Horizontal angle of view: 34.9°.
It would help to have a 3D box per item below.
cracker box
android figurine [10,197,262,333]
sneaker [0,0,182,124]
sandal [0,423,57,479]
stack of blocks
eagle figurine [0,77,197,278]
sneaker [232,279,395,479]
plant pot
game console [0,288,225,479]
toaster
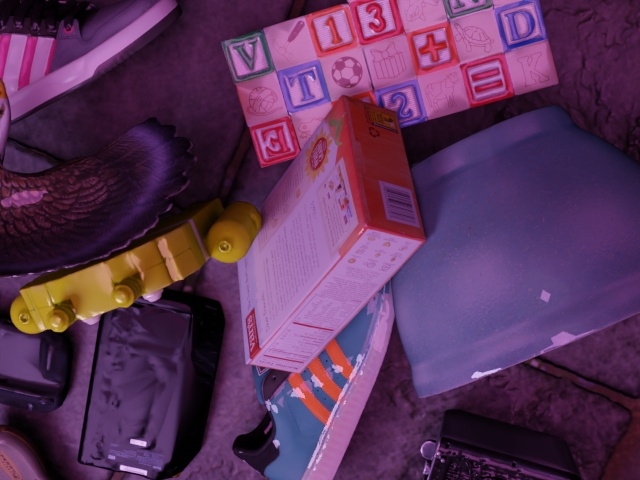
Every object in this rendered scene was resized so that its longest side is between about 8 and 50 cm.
[{"bbox_3d":[0.000,0.000,0.962,0.067,0.156,0.232,14,138,-27],"label":"cracker box"},{"bbox_3d":[-0.178,0.024,0.972,0.248,0.273,0.056,-20,101,9],"label":"android figurine"},{"bbox_3d":[-0.300,-0.225,1.009,0.295,0.124,0.178,-25,109,12],"label":"sneaker"},{"bbox_3d":[-0.318,0.299,1.144,0.090,0.060,0.219,-20,116,17],"label":"sandal"},{"bbox_3d":[0.061,-0.196,0.992,0.297,0.087,0.171,-16,101,9],"label":"stack of blocks"},{"bbox_3d":[-0.282,-0.038,0.936,0.298,0.226,0.225,9,133,-21],"label":"eagle figurine"},{"bbox_3d":[-0.005,0.125,1.063,0.121,0.108,0.302,19,106,-3],"label":"sneaker"},{"bbox_3d":[0.184,-0.002,0.942,0.293,0.293,0.196,-26,83,11],"label":"plant pot"},{"bbox_3d":[-0.295,0.131,1.128,0.361,0.044,0.213,13,103,2],"label":"game console"},{"bbox_3d":[0.186,0.285,1.080,0.185,0.110,0.168,15,105,2],"label":"toaster"}]
